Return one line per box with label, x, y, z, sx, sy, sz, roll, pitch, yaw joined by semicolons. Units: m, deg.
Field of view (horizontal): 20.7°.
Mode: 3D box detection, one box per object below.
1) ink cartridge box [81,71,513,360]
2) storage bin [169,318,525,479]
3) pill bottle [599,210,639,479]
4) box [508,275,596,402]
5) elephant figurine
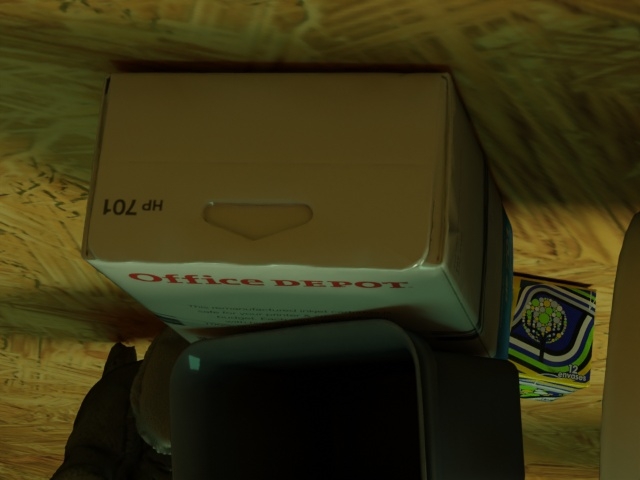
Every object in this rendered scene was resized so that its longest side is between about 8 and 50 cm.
ink cartridge box;0.000;0.000;0.727;0.140;0.082;0.190;2;162;13
storage bin;0.017;0.086;0.724;0.135;0.098;0.091;-10;170;41
pill bottle;0.310;0.084;0.647;0.392;0.224;0.224;1;163;16
box;0.053;0.043;0.906;0.169;0.054;0.059;9;164;-11
elephant figurine;-0.034;0.114;1.042;0.239;0.186;0.169;-34;-179;28
